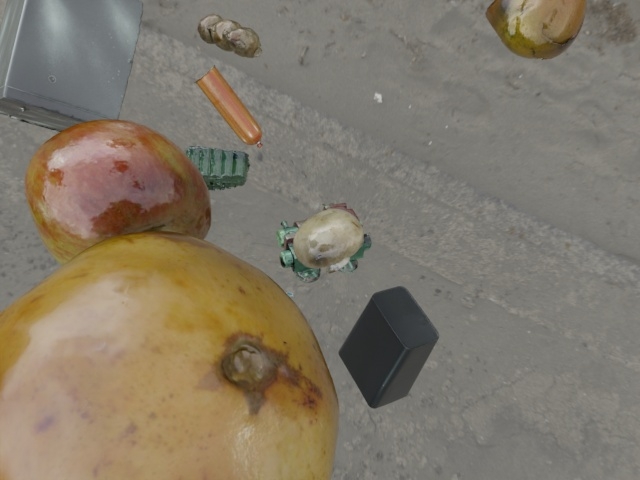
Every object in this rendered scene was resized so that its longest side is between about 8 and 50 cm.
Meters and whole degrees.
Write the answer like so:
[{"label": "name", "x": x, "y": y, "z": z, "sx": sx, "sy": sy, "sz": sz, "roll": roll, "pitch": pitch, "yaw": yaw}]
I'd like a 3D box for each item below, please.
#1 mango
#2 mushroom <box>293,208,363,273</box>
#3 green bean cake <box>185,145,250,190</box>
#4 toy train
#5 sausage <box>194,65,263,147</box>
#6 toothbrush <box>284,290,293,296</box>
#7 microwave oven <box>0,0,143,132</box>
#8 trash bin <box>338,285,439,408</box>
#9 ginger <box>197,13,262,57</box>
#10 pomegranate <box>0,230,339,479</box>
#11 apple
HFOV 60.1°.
[{"label": "mango", "x": 0.421, "y": -0.433, "z": 1.055, "sx": 0.166, "sy": 0.136, "sz": 0.236, "roll": 44, "pitch": 60, "yaw": -2}, {"label": "mushroom", "x": 0.020, "y": 0.001, "z": 1.263, "sx": 0.166, "sy": 0.166, "sz": 0.127, "roll": -23, "pitch": 119, "yaw": 1}, {"label": "green bean cake", "x": -0.336, "y": -0.224, "z": 1.811, "sx": 0.208, "sy": 0.193, "sz": 0.107, "roll": 2, "pitch": 75, "yaw": -6}, {"label": "toy train", "x": 0.000, "y": 0.000, "z": 1.752, "sx": 0.304, "sy": 0.150, "sz": 0.221, "roll": -11, "pitch": 47, "yaw": -20}, {"label": "sausage", "x": -0.102, "y": -0.153, "z": 0.652, "sx": 0.031, "sy": 0.031, "sz": 0.107, "roll": -39, "pitch": 116, "yaw": 1}, {"label": "toothbrush", "x": -0.158, "y": 0.159, "z": 1.800, "sx": 0.204, "sy": 0.022, "sz": 0.017, "roll": 12, "pitch": 105, "yaw": 45}, {"label": "microwave oven", "x": -0.641, "y": -0.451, "z": 1.351, "sx": 0.236, "sy": 0.432, "sz": 0.374, "roll": 12, "pitch": 91, "yaw": -38}, {"label": "trash bin", "x": 0.146, "y": 0.232, "z": 1.210, "sx": 0.115, "sy": 0.225, "sz": 0.165, "roll": -12, "pitch": 52, "yaw": -27}, {"label": "ginger", "x": -0.243, "y": -0.540, "z": 1.456, "sx": 0.204, "sy": 0.104, "sz": 0.080, "roll": 33, "pitch": 106, "yaw": 34}, {"label": "pomegranate", "x": -0.183, "y": 0.195, "z": 0.612, "sx": 0.416, "sy": 0.416, "sz": 0.417, "roll": 0, "pitch": 88, "yaw": 2}, {"label": "apple", "x": -0.359, "y": -0.079, "z": 0.975, "sx": 0.301, "sy": 0.301, "sz": 0.301, "roll": 0, "pitch": 88, "yaw": 2}]
